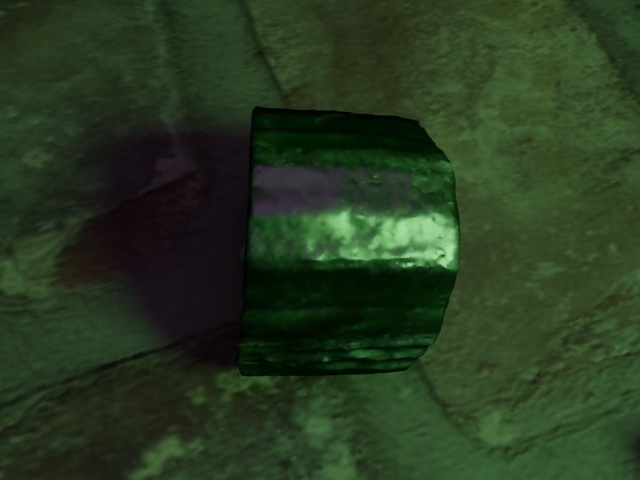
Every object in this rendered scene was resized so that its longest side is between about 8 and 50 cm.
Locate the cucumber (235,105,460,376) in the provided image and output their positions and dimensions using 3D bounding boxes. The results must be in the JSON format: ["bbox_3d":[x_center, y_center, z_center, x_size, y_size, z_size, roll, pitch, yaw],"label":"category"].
[{"bbox_3d":[0.002,-0.009,0.540,0.130,0.191,0.191,3,62,-14],"label":"cucumber"}]
